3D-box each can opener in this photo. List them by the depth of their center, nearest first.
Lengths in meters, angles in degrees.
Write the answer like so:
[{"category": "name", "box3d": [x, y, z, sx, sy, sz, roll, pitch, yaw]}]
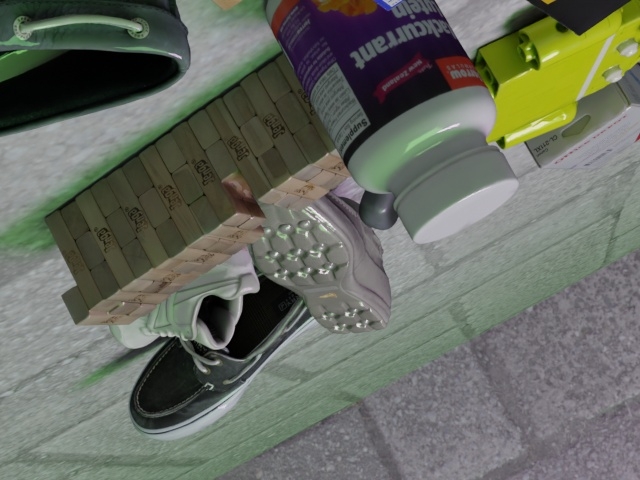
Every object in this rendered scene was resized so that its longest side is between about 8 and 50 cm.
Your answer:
[{"category": "can opener", "box3d": [0.081, -0.057, 1.209, 0.093, 0.074, 0.280, -68, 162, 5]}]

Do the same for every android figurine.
[{"category": "android figurine", "box3d": [0.232, -0.169, 1.169, 0.273, 0.056, 0.248, -24, 165, -8]}]

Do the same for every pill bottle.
[{"category": "pill bottle", "box3d": [0.051, -0.099, 0.794, 0.108, 0.193, 0.108, -26, 166, -7]}]

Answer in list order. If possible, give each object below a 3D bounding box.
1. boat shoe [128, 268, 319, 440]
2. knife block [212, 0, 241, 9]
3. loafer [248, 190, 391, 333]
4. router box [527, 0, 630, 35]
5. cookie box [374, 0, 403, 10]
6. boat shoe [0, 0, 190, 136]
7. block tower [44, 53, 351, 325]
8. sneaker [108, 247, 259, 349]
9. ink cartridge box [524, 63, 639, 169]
[{"category": "boat shoe", "box3d": [-0.118, 0.114, 1.422, 0.335, 0.121, 0.119, -42, 155, 10]}, {"category": "knife block", "box3d": [-0.091, -0.188, 0.449, 0.242, 0.088, 0.275, -17, 162, -33]}, {"category": "loafer", "box3d": [0.000, 0.000, 1.238, 0.112, 0.111, 0.319, -7, 154, 13]}, {"category": "router box", "box3d": [0.251, -0.273, 0.787, 0.309, 0.081, 0.243, -34, 165, 22]}, {"category": "cookie box", "box3d": [0.016, -0.185, 0.646, 0.040, 0.091, 0.107, -29, 166, 18]}, {"category": "boat shoe", "box3d": [-0.215, -0.075, 0.584, 0.319, 0.099, 0.116, -23, 165, -18]}, {"category": "block tower", "box3d": [-0.067, -0.054, 0.944, 0.335, 0.097, 0.091, -34, 164, 16]}, {"category": "sneaker", "box3d": [-0.139, 0.068, 1.174, 0.090, 0.115, 0.232, -15, 161, -40]}, {"category": "ink cartridge box", "box3d": [0.318, -0.144, 1.364, 0.127, 0.072, 0.175, -36, 164, 29]}]
